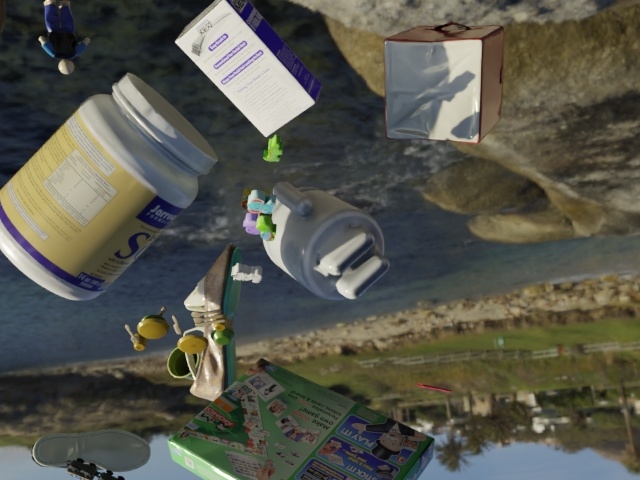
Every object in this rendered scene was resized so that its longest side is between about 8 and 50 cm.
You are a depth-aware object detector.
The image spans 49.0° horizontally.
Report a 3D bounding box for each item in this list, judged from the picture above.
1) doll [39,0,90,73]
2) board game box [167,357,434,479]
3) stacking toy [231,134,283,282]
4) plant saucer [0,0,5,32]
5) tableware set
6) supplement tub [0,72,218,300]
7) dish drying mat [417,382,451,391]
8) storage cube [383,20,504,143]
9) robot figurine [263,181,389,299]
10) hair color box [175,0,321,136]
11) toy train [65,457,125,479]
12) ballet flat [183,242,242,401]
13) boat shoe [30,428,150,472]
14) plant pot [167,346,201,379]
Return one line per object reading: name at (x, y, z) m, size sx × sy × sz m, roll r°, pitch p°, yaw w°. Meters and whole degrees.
doll at (-0.657, -0.520, 1.800) m, size 0.129 × 0.189 × 0.046 m, roll -4°, pitch 172°, yaw -36°
board game box at (-0.029, 0.297, 1.002) m, size 0.317 × 0.046 × 0.213 m, roll 19°, pitch -142°, yaw 31°
stacking toy at (-0.105, -0.047, 1.161) m, size 0.052 × 0.167 × 0.221 m, roll 8°, pitch 152°, yaw -10°
plant saucer at (-0.767, -0.460, 1.372) m, size 0.277 × 0.278 × 0.041 m, roll -1°, pitch 164°, yaw -28°
tableware set at (-0.212, 0.138, 1.071) m, size 0.154 × 0.024 × 0.104 m, roll -10°, pitch 136°, yaw -1°
supplement tub at (-0.359, -0.090, 1.178) m, size 0.331 × 0.241 × 0.241 m, roll -44°, pitch 163°, yaw 6°
dish drying mat at (0.291, 0.377, 1.797) m, size 0.083 × 0.008 × 0.032 m, roll 15°, pitch 169°, yaw -19°
storage cube at (0.236, -0.296, 1.323) m, size 0.183 × 0.215 × 0.193 m, roll 7°, pitch -156°, yaw 23°
robot figurine at (0.000, 0.000, 1.522) m, size 0.199 × 0.300 × 0.353 m, roll -37°, pitch -149°, yaw -13°
hair color box at (-0.177, -0.449, 1.787) m, size 0.185 × 0.110 × 0.339 m, roll -29°, pitch 120°, yaw 31°
toy train at (-0.358, 0.411, 1.192) m, size 0.158 × 0.027 × 0.036 m, roll 26°, pitch 128°, yaw -6°
ballet flat at (-0.218, 0.161, 1.392) m, size 0.106 × 0.316 × 0.107 m, roll 1°, pitch 172°, yaw 8°
boat shoe at (-0.611, 0.559, 1.874) m, size 0.302 × 0.115 × 0.091 m, roll 15°, pitch 157°, yaw -23°
plant pot at (-0.313, 0.303, 1.693) m, size 0.083 × 0.083 × 0.079 m, roll -10°, pitch 149°, yaw 16°
